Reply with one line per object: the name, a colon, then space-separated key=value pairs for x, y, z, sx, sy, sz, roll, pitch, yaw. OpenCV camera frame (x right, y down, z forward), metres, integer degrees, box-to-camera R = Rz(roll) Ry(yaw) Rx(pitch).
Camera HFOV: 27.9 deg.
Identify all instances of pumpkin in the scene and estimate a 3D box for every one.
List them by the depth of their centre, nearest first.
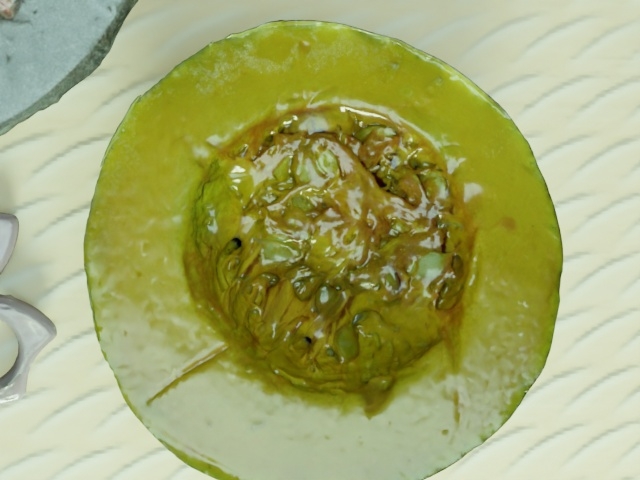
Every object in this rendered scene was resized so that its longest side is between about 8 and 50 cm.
pumpkin: x=0.000 y=0.008 z=0.613 sx=0.217 sy=0.110 sz=0.217 roll=0 pitch=85 yaw=-5

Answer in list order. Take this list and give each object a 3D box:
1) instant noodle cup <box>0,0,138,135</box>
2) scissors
instant noodle cup: x=-0.172 y=-0.138 z=0.501 sx=0.217 sy=0.207 sz=0.217 roll=-1 pitch=95 yaw=-11
scissors: x=-0.235 y=0.048 z=0.601 sx=0.212 sy=0.021 sz=0.110 roll=-18 pitch=97 yaw=-11
